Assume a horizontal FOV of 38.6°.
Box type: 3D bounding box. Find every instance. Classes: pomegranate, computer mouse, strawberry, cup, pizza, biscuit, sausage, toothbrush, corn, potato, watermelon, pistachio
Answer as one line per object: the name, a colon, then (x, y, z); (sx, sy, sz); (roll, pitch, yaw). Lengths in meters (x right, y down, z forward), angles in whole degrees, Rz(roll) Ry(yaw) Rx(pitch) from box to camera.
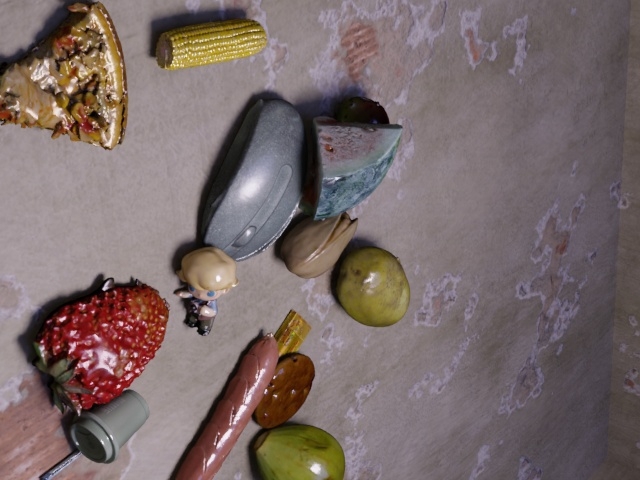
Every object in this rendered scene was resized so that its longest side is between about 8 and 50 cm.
pomegranate: (0.097, -0.254, 2.129); (0.129, 0.129, 0.159); (-12, 115, -46)
computer mouse: (-0.128, -0.120, 1.941); (0.203, 0.114, 0.373); (19, 93, -51)
strawberry: (-0.392, 0.190, 1.761); (0.306, 0.138, 0.233); (-37, 129, -31)
cup: (-0.419, 0.365, 1.831); (0.141, 0.120, 0.120); (-44, 136, -47)
pizza: (-0.435, -0.291, 1.556); (0.288, 0.074, 0.251); (5, 100, -51)
biscuit: (-0.086, 0.372, 2.236); (0.212, 0.036, 0.212); (-34, 139, -35)
sausage: (-0.208, 0.406, 2.098); (0.433, 0.088, 0.088); (-60, 140, -11)
toothbrush: (-0.474, 0.419, 1.857); (0.219, 0.016, 0.019); (-36, 139, -35)
corn: (-0.209, -0.381, 1.762); (0.248, 0.081, 0.081); (-21, 121, -42)
potato: (0.132, 0.116, 2.309); (0.228, 0.149, 0.197); (18, 105, -49)
watermelon: (0.023, -0.167, 1.991); (0.213, 0.320, 0.289); (54, 25, -1)
pistachio: (0.000, 0.000, 2.123); (0.226, 0.136, 0.135); (-43, 134, -28)

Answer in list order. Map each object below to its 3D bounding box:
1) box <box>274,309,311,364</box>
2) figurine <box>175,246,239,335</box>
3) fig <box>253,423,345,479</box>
box: (-0.086, 0.254, 2.219); (0.156, 0.022, 0.089); (-55, 141, -16)
figurine: (-0.246, 0.105, 1.915); (0.108, 0.114, 0.195); (-14, 133, -48)
fig: (-0.048, 0.552, 2.249); (0.207, 0.207, 0.230); (-58, 140, -13)
